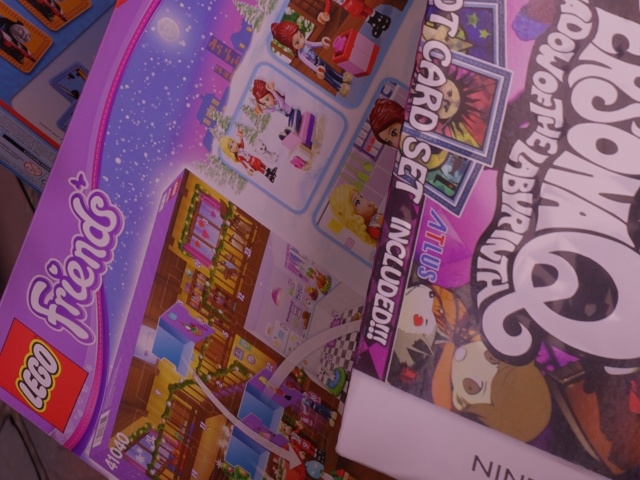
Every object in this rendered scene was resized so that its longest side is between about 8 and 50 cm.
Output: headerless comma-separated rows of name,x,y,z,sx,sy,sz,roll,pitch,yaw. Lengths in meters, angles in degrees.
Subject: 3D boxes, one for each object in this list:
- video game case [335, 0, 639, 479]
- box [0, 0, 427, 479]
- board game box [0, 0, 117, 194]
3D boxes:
video game case,0.121,-0.004,0.550,0.210,0.042,0.232,22,115,22
box,0.000,0.000,0.700,0.201,0.057,0.293,35,128,9
board game box,-0.073,-0.071,0.799,0.211,0.160,0.039,-30,26,52
